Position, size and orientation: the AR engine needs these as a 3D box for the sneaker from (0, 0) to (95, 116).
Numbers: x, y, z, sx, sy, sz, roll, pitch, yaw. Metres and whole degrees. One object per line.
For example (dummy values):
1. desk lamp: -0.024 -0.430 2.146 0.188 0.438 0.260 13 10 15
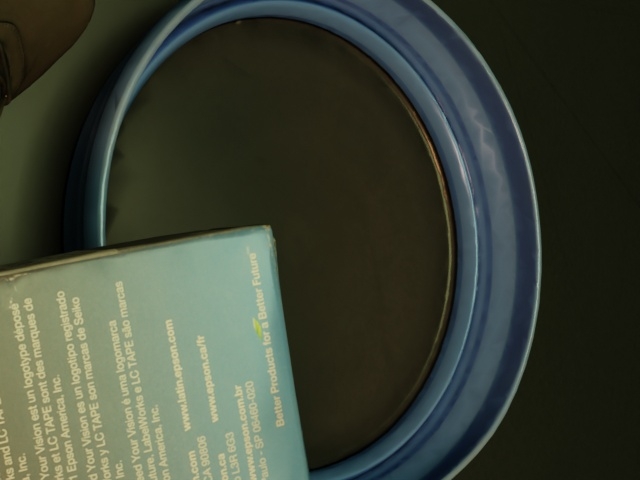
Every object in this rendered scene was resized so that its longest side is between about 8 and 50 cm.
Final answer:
1. sneaker: -0.218 -0.058 0.647 0.286 0.130 0.109 -42 149 -28

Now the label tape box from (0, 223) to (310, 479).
1. label tape box: -0.174 0.136 0.635 0.333 0.106 0.241 -11 95 -25

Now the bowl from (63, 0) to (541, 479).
1. bowl: 0.000 0.000 0.868 0.391 0.077 0.391 4 84 -38
